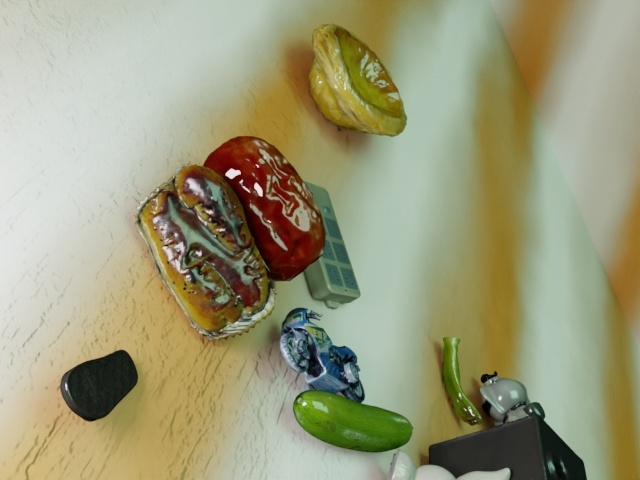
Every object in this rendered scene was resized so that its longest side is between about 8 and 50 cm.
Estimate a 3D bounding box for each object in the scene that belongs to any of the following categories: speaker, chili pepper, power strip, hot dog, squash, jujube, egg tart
[{"bbox_3d":[0.364,0.471,1.590,0.254,0.232,0.184,43,35,-37],"label":"speaker"},{"bbox_3d":[0.291,0.299,1.823,0.050,0.052,0.202,2,60,-22],"label":"chili pepper"},{"bbox_3d":[0.000,0.000,1.649,0.118,0.046,0.271,13,54,-52],"label":"power strip"},{"bbox_3d":[-0.170,0.017,1.295,0.162,0.082,0.271,-29,95,-22],"label":"hot dog"},{"bbox_3d":[0.056,0.308,1.427,0.292,0.082,0.082,27,44,-45],"label":"squash"},{"bbox_3d":[-0.097,-0.052,1.420,0.250,0.174,0.174,52,30,-2],"label":"jujube"},{"bbox_3d":[0.069,-0.354,1.981,0.319,0.128,0.319,39,33,-33],"label":"egg tart"}]

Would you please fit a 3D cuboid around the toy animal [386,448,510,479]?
[{"bbox_3d":[0.216,0.439,1.458,0.220,0.131,0.104,15,20,-1],"label":"toy animal"}]

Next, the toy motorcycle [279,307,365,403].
[{"bbox_3d":[0.000,0.193,1.441,0.254,0.092,0.136,39,26,-47],"label":"toy motorcycle"}]

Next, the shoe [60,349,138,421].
[{"bbox_3d":[-0.284,0.183,1.064,0.071,0.049,0.179,66,11,-1],"label":"shoe"}]

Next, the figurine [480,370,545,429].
[{"bbox_3d":[0.416,0.371,1.887,0.147,0.126,0.192,6,43,-44],"label":"figurine"}]
